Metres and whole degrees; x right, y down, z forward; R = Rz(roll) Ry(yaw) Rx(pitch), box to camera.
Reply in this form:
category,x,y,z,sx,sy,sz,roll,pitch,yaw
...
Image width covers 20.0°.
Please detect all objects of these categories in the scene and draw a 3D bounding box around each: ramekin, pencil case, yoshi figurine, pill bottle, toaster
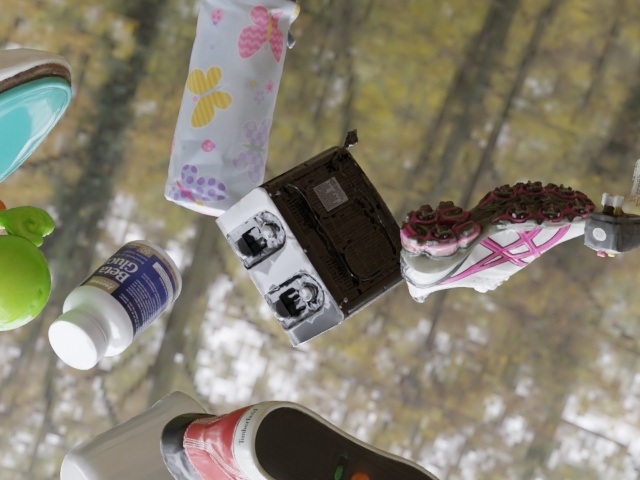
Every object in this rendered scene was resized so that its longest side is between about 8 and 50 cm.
category,x,y,z,sx,sy,sz,roll,pitch,yaw
ramekin,-0.154,0.303,1.814,0.135,0.277,0.277,-21,-143,-21
pencil case,-0.101,-0.161,2.079,0.113,0.273,0.124,14,-177,28
yoshi figurine,-0.410,0.031,2.126,0.203,0.204,0.362,-8,-172,-14
pill bottle,-0.248,0.079,2.164,0.094,0.094,0.169,25,-138,17
toaster,0.000,0.000,1.925,0.185,0.110,0.168,-32,-90,-49

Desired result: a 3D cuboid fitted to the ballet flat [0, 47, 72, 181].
category,x,y,z,sx,sy,sz,roll,pitch,yaw
ballet flat,-0.369,-0.050,1.484,0.139,0.400,0.139,39,-157,-20

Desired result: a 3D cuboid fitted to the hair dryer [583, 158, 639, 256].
category,x,y,z,sx,sy,sz,roll,pitch,yaw
hair dryer,0.368,-0.057,1.476,0.293,0.224,0.080,10,-155,-38

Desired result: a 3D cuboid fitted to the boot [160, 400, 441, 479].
category,x,y,z,sx,sy,sz,roll,pitch,yaw
boot,-0.003,0.204,1.413,0.244,0.088,0.176,37,155,-22

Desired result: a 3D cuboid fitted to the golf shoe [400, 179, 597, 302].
category,x,y,z,sx,sy,sz,roll,pitch,yaw
golf shoe,0.157,0.001,1.608,0.186,0.086,0.067,-12,-143,-13
